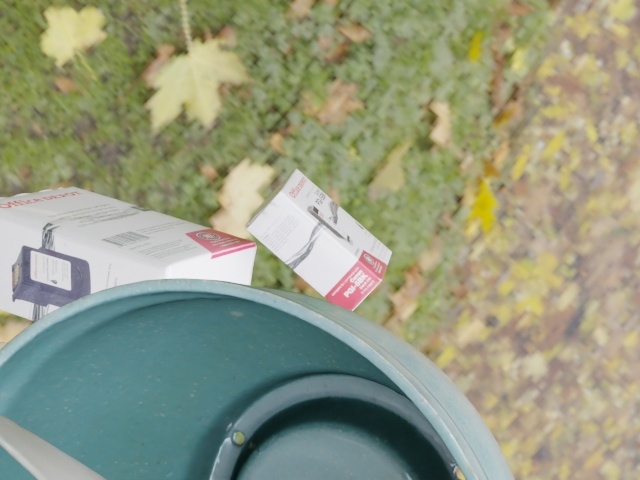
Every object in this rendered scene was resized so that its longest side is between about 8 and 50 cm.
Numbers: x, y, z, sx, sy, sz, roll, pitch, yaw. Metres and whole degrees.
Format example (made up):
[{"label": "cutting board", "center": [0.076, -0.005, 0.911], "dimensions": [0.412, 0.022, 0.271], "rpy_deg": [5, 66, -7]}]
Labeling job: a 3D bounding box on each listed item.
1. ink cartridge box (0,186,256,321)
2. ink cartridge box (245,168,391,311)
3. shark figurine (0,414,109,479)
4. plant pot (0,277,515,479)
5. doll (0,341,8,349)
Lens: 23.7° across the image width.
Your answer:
[{"label": "ink cartridge box", "center": [-0.212, 0.027, 1.528], "dimensions": [0.172, 0.237, 0.100], "rpy_deg": [-17, 120, -62]}, {"label": "ink cartridge box", "center": [0.000, 0.000, 1.531], "dimensions": [0.135, 0.099, 0.056], "rpy_deg": [41, 108, -5]}, {"label": "shark figurine", "center": [-0.105, 0.198, 0.487], "dimensions": [0.116, 0.166, 0.278], "rpy_deg": [15, 82, -23]}, {"label": "plant pot", "center": [-0.022, 0.158, 0.751], "dimensions": [0.293, 0.293, 0.196], "rpy_deg": [-59, 163, 13]}, {"label": "doll", "center": [-0.360, 0.097, 1.402], "dimensions": [0.129, 0.189, 0.046], "rpy_deg": [-63, 154, -49]}]
